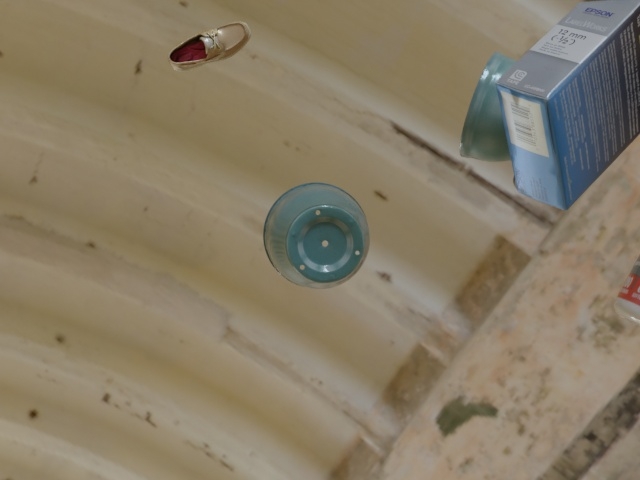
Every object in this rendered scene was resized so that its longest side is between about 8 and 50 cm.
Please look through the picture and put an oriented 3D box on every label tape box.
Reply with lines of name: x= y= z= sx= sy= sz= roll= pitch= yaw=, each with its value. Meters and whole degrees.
label tape box: x=0.461 y=-0.258 z=1.536 sx=0.348 sy=0.115 sz=0.249 roll=-44 pitch=-44 yaw=-21

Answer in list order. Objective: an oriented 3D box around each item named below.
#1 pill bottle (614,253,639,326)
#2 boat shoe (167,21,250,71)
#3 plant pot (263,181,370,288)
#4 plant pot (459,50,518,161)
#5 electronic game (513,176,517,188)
pill bottle: x=0.629 y=-0.002 z=1.395 sx=0.363 sy=0.210 sz=0.210 roll=-63 pitch=-10 yaw=3
boat shoe: x=-0.215 y=-0.371 z=1.731 sx=0.170 sy=0.063 sz=0.059 roll=-25 pitch=0 yaw=7
plant pot: x=0.000 y=0.000 z=2.185 sx=0.271 sy=0.272 sz=0.255 roll=-54 pitch=8 yaw=2
plant pot: x=0.512 y=-0.331 z=2.395 sx=0.293 sy=0.196 sz=0.293 roll=-57 pitch=-20 yaw=-34
electronic game: x=0.557 y=-0.179 z=2.105 sx=0.229 sy=0.048 sz=0.229 roll=-18 pitch=-22 yaw=-8
